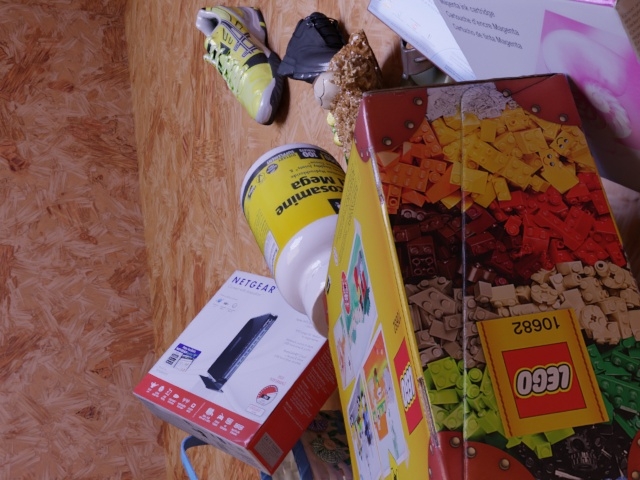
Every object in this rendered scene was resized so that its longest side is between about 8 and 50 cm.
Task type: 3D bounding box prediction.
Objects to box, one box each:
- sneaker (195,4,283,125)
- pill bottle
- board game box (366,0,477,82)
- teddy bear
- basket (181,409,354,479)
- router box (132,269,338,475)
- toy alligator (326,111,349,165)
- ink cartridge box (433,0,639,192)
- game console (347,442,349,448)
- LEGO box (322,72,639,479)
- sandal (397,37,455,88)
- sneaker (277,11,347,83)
[{"bbox_3d":[-0.185,-0.392,1.918,0.385,0.147,0.145,-113,34,-42],"label":"sneaker"},{"bbox_3d":[0.000,0.000,1.358,0.334,0.188,0.188,-120,38,-49],"label":"pill bottle"},{"bbox_3d":[0.177,-0.286,1.075,0.281,0.027,0.145,48,129,32],"label":"board game box"},{"bbox_3d":[0.064,-0.165,1.301,0.245,0.113,0.338,46,-155,-70],"label":"teddy bear"},{"bbox_3d":[-0.070,0.393,1.425,0.255,0.289,0.201,-129,36,-52],"label":"basket"},{"bbox_3d":[-0.117,0.207,1.458,0.335,0.301,0.082,9,143,47],"label":"router box"},{"bbox_3d":[0.058,-0.170,1.463,0.051,0.056,0.190,-24,78,26],"label":"toy alligator"},{"bbox_3d":[0.219,-0.194,0.802,0.071,0.330,0.324,-41,29,-3],"label":"ink cartridge box"},{"bbox_3d":[0.100,0.347,1.315,0.122,0.107,0.071,-52,15,54],"label":"game console"},{"bbox_3d":[0.139,0.126,0.897,0.500,0.193,0.372,99,162,-65],"label":"LEGO box"},{"bbox_3d":[0.157,-0.291,1.179,0.120,0.086,0.303,-111,31,-42],"label":"sandal"},{"bbox_3d":[-0.001,-0.345,1.544,0.286,0.109,0.130,34,114,61],"label":"sneaker"}]
